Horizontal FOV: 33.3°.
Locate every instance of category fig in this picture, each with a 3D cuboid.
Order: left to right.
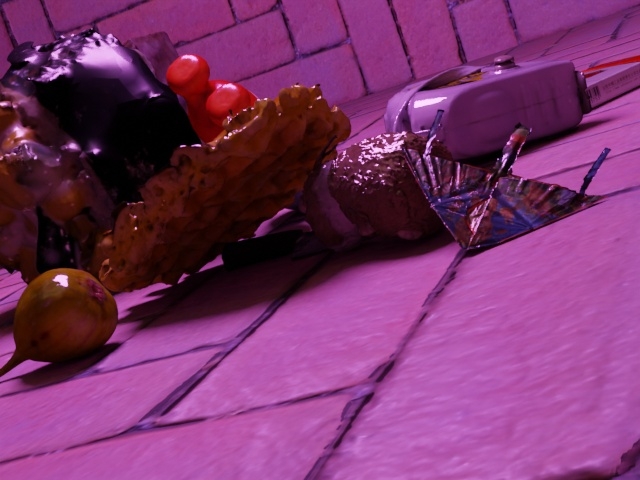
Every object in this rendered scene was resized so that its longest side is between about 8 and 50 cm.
[{"bbox_3d":[-0.274,0.080,1.015,0.166,0.093,0.093,-17,10,20],"label":"fig"}]

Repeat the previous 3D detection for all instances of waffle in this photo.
[{"bbox_3d":[-0.103,-0.045,1.118,0.312,0.060,0.307,-36,-13,-3],"label":"waffle"}]

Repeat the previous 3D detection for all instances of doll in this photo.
[{"bbox_3d":[-0.068,-0.120,1.349,0.105,0.200,0.336,-51,-31,-3],"label":"doll"},{"bbox_3d":[0.069,-0.045,0.999,0.105,0.115,0.221,-15,11,-41],"label":"doll"}]

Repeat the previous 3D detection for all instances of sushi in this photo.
[{"bbox_3d":[-0.329,-0.075,1.387,0.329,0.328,0.285,11,43,45],"label":"sushi"}]

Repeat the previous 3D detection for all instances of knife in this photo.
[{"bbox_3d":[0.000,0.000,1.121,0.230,0.028,0.060,-14,23,16],"label":"knife"}]

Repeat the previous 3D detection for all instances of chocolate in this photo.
[{"bbox_3d":[-0.247,-0.186,1.812,0.112,0.321,0.112,-29,2,36],"label":"chocolate"}]

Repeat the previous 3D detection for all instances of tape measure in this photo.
[{"bbox_3d":[0.182,-0.161,1.332,0.236,0.120,0.197,-17,15,-14],"label":"tape measure"}]

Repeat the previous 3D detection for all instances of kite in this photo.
[{"bbox_3d":[0.149,-0.046,0.910,0.183,0.010,0.160,16,52,19],"label":"kite"}]

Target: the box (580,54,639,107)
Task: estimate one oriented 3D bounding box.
[{"bbox_3d":[0.368,-0.210,1.491,0.245,0.035,0.139,-26,11,-29],"label":"box"}]
